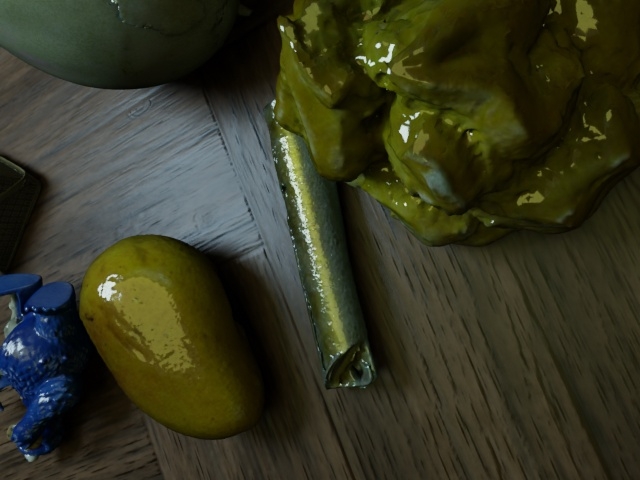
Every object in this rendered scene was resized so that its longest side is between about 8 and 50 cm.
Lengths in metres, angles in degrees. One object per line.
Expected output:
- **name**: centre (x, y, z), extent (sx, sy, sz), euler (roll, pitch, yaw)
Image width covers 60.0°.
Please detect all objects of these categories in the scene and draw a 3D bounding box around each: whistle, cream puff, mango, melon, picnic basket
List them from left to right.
- **picnic basket**: centre (-0.485, -0.042, 0.783), extent (0.115, 0.079, 0.164), euler (27, 98, 19)
- **melon**: centre (-0.234, -0.300, 0.597), extent (0.330, 0.268, 0.268), euler (15, 94, 0)
- **mango**: centre (-0.165, 0.111, 0.635), extent (0.167, 0.130, 0.262), euler (-34, 84, 12)
- **whistle**: centre (-0.001, 0.000, 0.609), extent (0.068, 0.057, 0.326), euler (-18, 80, 39)
- **cream puff**: centre (0.117, -0.142, 0.469), extent (0.324, 0.257, 0.291), euler (40, 106, 17)

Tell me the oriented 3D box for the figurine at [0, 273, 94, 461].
- **figurine**: centre (-0.359, 0.166, 0.720), extent (0.164, 0.121, 0.262), euler (32, 117, 25)
